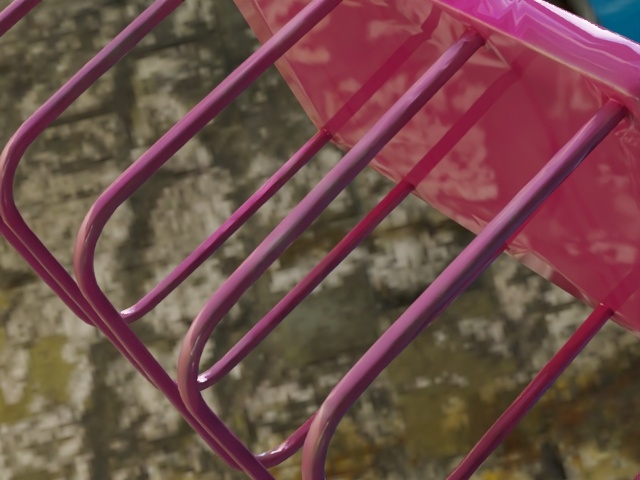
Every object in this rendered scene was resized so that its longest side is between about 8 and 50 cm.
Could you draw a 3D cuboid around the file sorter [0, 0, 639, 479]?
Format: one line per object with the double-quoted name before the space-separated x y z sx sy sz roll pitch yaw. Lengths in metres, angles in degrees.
"file sorter" 0.000 0.000 0.602 0.290 0.182 0.202 36 -14 42
